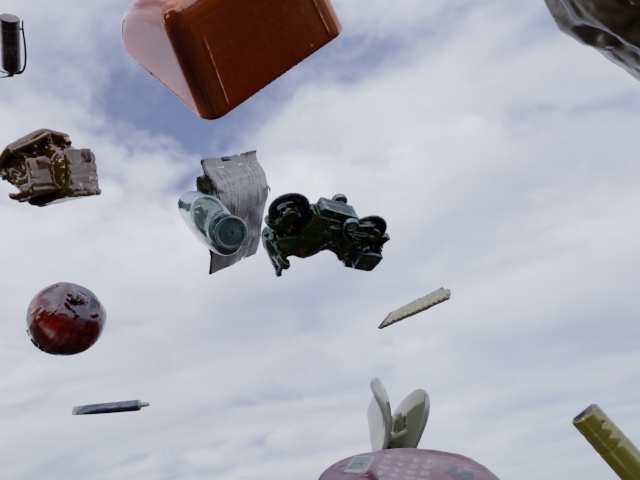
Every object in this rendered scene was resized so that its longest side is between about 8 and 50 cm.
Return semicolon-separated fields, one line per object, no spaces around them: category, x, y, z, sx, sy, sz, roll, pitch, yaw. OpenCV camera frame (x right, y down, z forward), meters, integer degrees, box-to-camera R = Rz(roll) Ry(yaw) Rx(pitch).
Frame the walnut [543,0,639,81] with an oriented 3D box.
walnut;0.273;-0.198;0.460;0.178;0.230;0.178;-47;-12;-13

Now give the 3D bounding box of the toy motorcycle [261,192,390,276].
toy motorcycle;0.000;0.000;1.214;0.275;0.124;0.187;12;-52;-31

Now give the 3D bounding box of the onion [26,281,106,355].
onion;-0.426;0.131;1.049;0.131;0.131;0.131;-11;-28;-6

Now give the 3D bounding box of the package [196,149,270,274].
package;-0.188;-0.067;1.392;0.062;0.250;0.204;6;15;28

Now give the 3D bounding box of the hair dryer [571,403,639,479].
hair dryer;0.413;0.310;0.731;0.090;0.278;0.135;-31;-21;-21

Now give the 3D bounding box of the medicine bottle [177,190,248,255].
medicine bottle;-0.147;-0.023;0.860;0.054;0.090;0.208;-37;19;-14

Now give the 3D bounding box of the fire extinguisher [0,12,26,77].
fire extinguisher;-0.704;-0.435;1.425;0.064;0.043;0.158;2;-43;-21

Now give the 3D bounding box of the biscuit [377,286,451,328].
biscuit;0.247;0.166;1.595;0.203;0.016;0.144;-29;1;24

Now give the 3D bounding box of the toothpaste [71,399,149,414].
toothpaste;-0.396;0.317;1.190;0.140;0.021;0.037;-2;9;-13

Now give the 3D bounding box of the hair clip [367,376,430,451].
hair clip;0.143;0.387;1.216;0.114;0.172;0.281;0;-62;-4

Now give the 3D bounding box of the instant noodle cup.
instant noodle cup;0.114;0.387;0.781;0.235;0.178;0.235;-3;4;0

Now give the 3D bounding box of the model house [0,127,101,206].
model house;-0.782;-0.197;1.828;0.219;0.229;0.199;-59;-16;8

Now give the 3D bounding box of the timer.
timer;-0.149;-0.335;0.920;0.257;0.250;0.161;-39;-47;-15
